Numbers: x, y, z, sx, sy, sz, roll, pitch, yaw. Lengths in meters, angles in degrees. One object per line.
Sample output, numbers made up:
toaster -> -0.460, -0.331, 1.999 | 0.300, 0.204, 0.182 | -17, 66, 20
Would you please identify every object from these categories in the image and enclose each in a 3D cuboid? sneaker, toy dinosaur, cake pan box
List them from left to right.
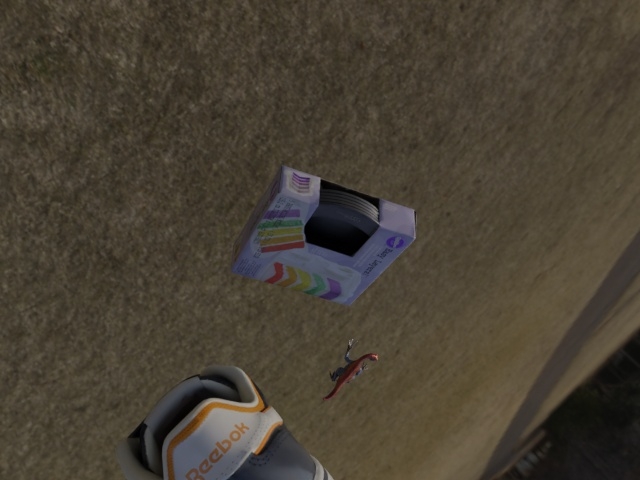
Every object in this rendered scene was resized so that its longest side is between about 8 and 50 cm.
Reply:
sneaker -> -0.093, 0.175, 0.525 | 0.126, 0.127, 0.321 | -45, -175, -25
cake pan box -> 0.000, 0.000, 1.065 | 0.245, 0.070, 0.267 | 17, 142, -19
toy dinosaur -> 0.051, 0.195, 0.917 | 0.082, 0.047, 0.090 | -42, -156, 54
